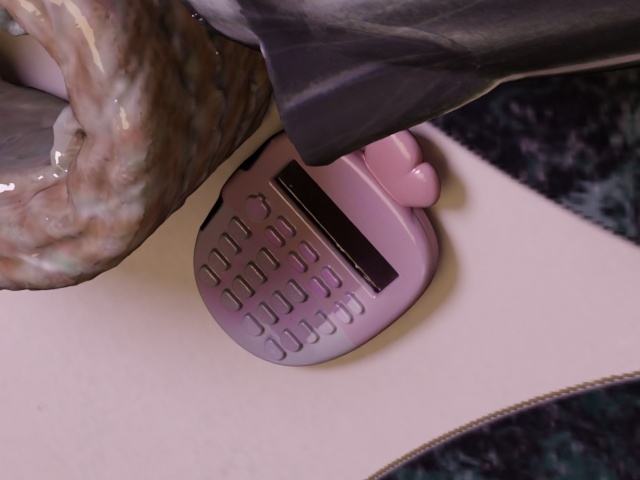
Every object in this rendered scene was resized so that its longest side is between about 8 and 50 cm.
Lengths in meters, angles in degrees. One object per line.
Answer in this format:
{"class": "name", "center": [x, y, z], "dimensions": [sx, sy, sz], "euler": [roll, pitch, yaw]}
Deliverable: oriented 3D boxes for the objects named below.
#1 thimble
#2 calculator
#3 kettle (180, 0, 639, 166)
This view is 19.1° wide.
{"class": "thimble", "center": [-0.137, -0.087, 0.853], "dimensions": [0.229, 0.148, 0.196], "euler": [-13, 110, 37]}
{"class": "calculator", "center": [0.000, 0.000, 0.892], "dimensions": [0.103, 0.024, 0.166], "euler": [48, 131, 0]}
{"class": "kettle", "center": [0.063, -0.201, 0.648], "dimensions": [0.324, 0.228, 0.321], "euler": [-12, 81, 37]}
